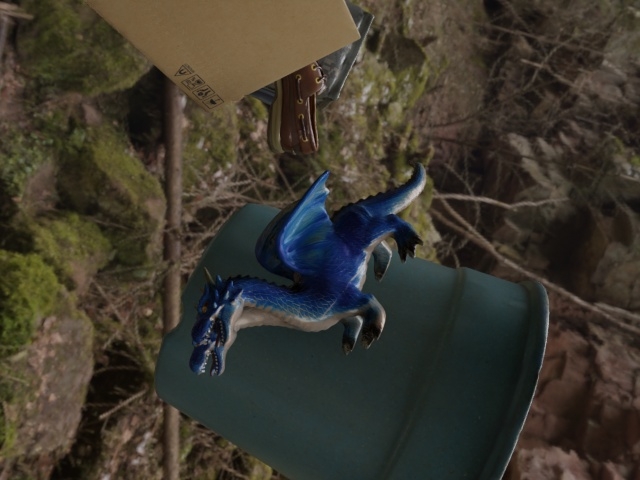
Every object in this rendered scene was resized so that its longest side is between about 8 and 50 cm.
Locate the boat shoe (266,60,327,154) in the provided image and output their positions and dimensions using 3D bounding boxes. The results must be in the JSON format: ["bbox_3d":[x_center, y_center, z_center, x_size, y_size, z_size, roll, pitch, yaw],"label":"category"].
[{"bbox_3d":[-0.020,-0.184,0.687,0.064,0.060,0.177,-52,151,-67],"label":"boat shoe"}]

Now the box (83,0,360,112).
[{"bbox_3d":[-0.068,-0.184,0.477,0.201,0.165,0.021,39,30,-66],"label":"box"}]

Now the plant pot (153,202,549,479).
[{"bbox_3d":[0.020,0.135,0.692,0.341,0.334,0.340,24,90,-84],"label":"plant pot"}]

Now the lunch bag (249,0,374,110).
[{"bbox_3d":[-0.079,-0.314,0.973,0.168,0.236,0.287,-65,-168,1],"label":"lunch bag"}]

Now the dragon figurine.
[{"bbox_3d":[0.000,0.000,0.518,0.289,0.144,0.085,-61,-171,-22],"label":"dragon figurine"}]
